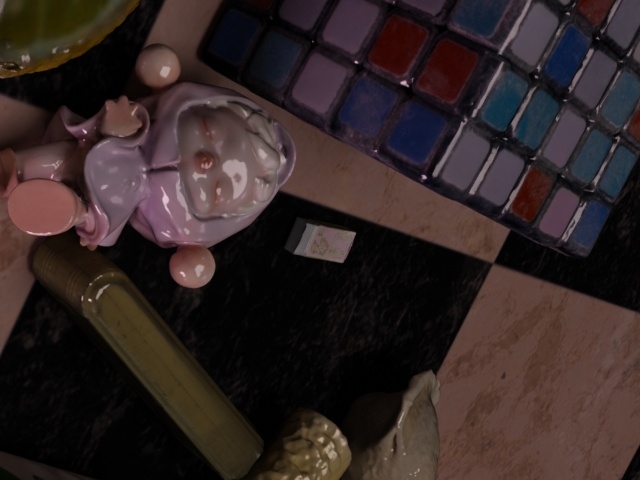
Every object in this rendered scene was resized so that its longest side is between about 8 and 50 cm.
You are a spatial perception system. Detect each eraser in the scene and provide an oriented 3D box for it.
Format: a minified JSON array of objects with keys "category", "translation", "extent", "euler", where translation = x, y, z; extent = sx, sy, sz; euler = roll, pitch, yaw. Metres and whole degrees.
[{"category":"eraser","translation":[0.000,0.000,1.428],"extent":[0.083,0.019,0.038],"euler":[12,107,-51]}]

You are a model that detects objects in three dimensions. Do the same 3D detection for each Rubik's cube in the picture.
[{"category":"Rubik's cube","translation":[0.129,-0.187,1.223],"extent":[0.287,0.293,0.291],"euler":[22,99,-52]}]

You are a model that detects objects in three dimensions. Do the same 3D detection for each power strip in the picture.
[{"category":"power strip","translation":[-0.141,0.122,1.294],"extent":[0.066,0.092,0.387],"euler":[-45,141,-13]}]

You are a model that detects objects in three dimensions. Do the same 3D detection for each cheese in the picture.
[{"category":"cheese","translation":[-0.048,0.265,1.470],"extent":[0.167,0.094,0.123],"euler":[-51,166,-27]}]

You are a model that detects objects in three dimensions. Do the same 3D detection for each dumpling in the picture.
[{"category":"dumpling","translation":[0.089,0.223,1.607],"extent":[0.166,0.126,0.215],"euler":[-51,142,-36]}]

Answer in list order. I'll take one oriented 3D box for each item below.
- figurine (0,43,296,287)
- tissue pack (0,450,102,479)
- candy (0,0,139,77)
[{"category":"figurine","translation":[-0.144,-0.056,1.138],"extent":[0.276,0.133,0.200],"euler":[-11,93,-40]},{"category":"tissue pack","translation":[-0.299,0.319,1.167],"extent":[0.356,0.194,0.266],"euler":[31,91,-51]},{"category":"candy","translation":[-0.209,-0.238,0.958],"extent":[0.260,0.118,0.259],"euler":[-33,141,-31]}]
